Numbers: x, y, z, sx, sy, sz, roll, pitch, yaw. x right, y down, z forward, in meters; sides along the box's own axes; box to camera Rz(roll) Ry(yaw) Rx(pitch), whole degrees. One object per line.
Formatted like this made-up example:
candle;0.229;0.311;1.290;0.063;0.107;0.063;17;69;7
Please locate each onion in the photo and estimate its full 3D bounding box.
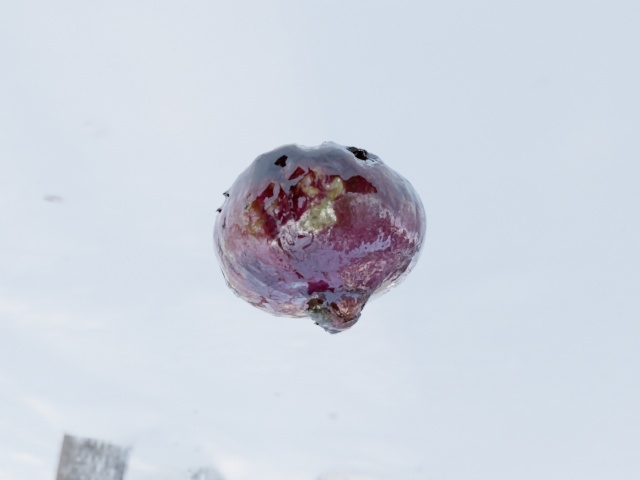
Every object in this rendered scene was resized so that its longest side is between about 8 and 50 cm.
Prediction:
onion;0.000;0.000;0.532;0.107;0.097;0.107;-3;154;-2
